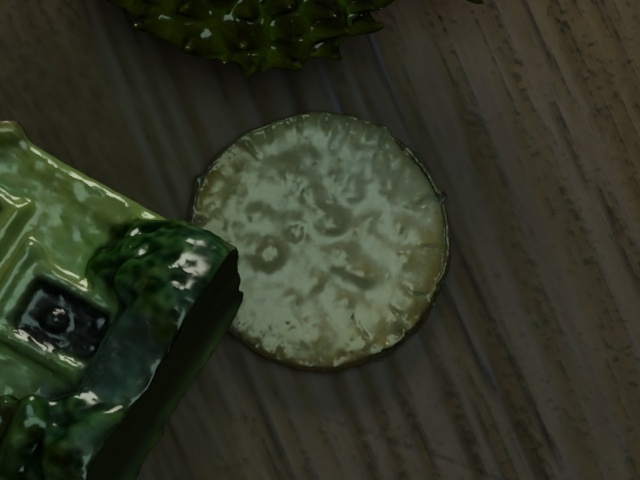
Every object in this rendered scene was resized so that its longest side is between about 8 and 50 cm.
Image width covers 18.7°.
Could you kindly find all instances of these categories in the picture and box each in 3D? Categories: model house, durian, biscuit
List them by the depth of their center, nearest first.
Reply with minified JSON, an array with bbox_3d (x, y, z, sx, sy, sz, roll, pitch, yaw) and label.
[{"bbox_3d":[-0.168,0.056,0.960,0.189,0.195,0.214,31,83,7],"label":"model house"},{"bbox_3d":[-0.035,-0.159,1.039,0.375,0.132,0.107,9,123,-9],"label":"durian"},{"bbox_3d":[0.000,0.000,1.072,0.152,0.020,0.152,1,81,-8],"label":"biscuit"}]
